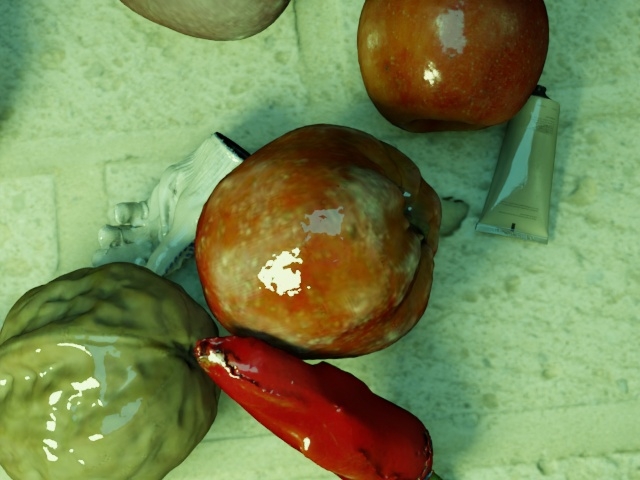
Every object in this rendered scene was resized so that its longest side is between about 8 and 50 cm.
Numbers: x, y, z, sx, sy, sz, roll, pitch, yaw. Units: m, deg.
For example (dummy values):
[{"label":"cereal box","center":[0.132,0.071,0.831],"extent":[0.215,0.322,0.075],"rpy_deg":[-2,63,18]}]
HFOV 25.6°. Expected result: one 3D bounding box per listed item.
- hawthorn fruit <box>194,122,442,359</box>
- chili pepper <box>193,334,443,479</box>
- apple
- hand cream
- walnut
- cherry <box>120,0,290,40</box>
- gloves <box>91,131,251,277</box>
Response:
[{"label":"hawthorn fruit","center":[0.000,0.000,1.529],"extent":[0.284,0.284,0.284],"rpy_deg":[0,77,1]},{"label":"chili pepper","center":[0.019,0.200,1.508],"extent":[0.387,0.110,0.110],"rpy_deg":[34,77,-32]},{"label":"apple","center":[0.150,-0.226,1.606],"extent":[0.218,0.218,0.201],"rpy_deg":[0,85,1]},{"label":"hand cream","center":[0.242,-0.093,1.660],"extent":[0.087,0.054,0.186],"rpy_deg":[12,84,-1]},{"label":"walnut","center":[-0.234,0.153,1.515],"extent":[0.273,0.227,0.273],"rpy_deg":[3,95,33]},{"label":"cherry","center":[-0.139,-0.366,1.649],"extent":[0.307,0.221,0.261],"rpy_deg":[5,75,21]},{"label":"gloves","center":[-0.167,-0.027,1.623],"extent":[0.229,0.097,0.119],"rpy_deg":[-40,40,-6]}]
